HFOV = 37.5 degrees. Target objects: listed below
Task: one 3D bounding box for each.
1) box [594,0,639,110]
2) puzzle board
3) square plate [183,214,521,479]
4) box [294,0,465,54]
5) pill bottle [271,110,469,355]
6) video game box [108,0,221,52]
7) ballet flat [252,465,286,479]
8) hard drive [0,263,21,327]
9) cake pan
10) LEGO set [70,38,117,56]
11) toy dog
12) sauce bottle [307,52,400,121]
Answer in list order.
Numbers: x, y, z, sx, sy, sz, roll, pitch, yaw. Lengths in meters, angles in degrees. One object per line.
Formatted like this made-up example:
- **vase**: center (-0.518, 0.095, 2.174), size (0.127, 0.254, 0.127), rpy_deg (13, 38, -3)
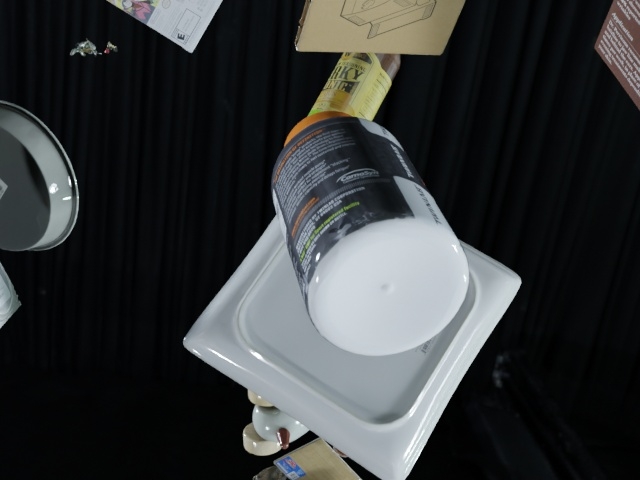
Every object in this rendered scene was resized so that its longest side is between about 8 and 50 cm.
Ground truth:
- **box**: center (0.469, -0.302, 1.094), size (0.143, 0.381, 0.191), rpy_deg (-21, -115, -10)
- **puzzle board**: center (-0.003, 0.384, 1.567), size (0.096, 0.128, 0.011), rpy_deg (-30, -152, 18)
- **square plate**: center (0.051, 0.090, 1.273), size (0.344, 0.347, 0.049), rpy_deg (32, 161, 7)
- **box**: center (0.081, -0.296, 1.165), size (0.201, 0.164, 0.021), rpy_deg (-2, -123, -16)
- **pill bottle**: center (0.029, -0.024, 0.808), size (0.130, 0.130, 0.245), rpy_deg (3, -149, -15)
- **video game box**: center (-0.223, -0.413, 1.403), size (0.187, 0.205, 0.048), rpy_deg (30, -148, -14)
- **ballet flat**: center (-0.108, 0.465, 1.572), size (0.058, 0.084, 0.250), rpy_deg (17, -149, 3)
- **hard drive**: center (-0.733, 0.025, 1.904), size (0.064, 0.339, 0.237), rpy_deg (-26, -168, 1)
- **cake pan**: center (-0.570, -0.106, 1.697), size (0.293, 0.293, 0.054), rpy_deg (17, -149, 19)
- **LEGO set**: center (-0.391, -0.335, 1.621), size (0.083, 0.023, 0.054), rpy_deg (-3, 174, -3)
- **toy dog**: center (0.003, 0.340, 1.874), size (0.334, 0.220, 0.161), rpy_deg (-26, -148, -10)
- **sauce bottle**: center (0.077, -0.303, 1.758), size (0.111, 0.344, 0.111), rpy_deg (25, 165, 7)
